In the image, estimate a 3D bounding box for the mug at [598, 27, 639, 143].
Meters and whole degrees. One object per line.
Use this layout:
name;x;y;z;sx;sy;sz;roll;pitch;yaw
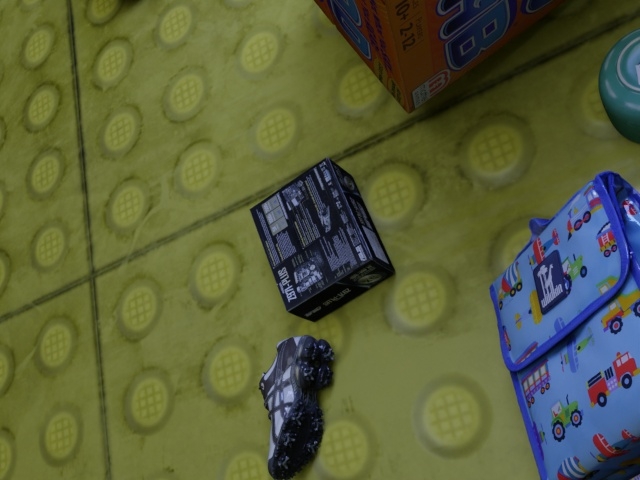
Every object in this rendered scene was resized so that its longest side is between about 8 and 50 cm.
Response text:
mug;0.406;-0.201;0.914;0.129;0.097;0.158;37;95;34

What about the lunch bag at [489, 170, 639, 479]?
lunch bag;0.300;0.087;0.833;0.221;0.138;0.293;119;146;-44

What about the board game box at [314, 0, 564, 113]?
board game box;0.129;-0.451;0.927;0.356;0.356;0.356;-36;71;1

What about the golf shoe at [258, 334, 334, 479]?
golf shoe;-0.044;0.228;1.068;0.093;0.077;0.198;1;67;42

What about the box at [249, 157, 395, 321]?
box;0.000;0.000;1.105;0.147;0.077;0.180;-33;60;18

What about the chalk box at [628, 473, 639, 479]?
chalk box;0.398;0.335;0.694;0.179;0.180;0.289;-35;58;17
